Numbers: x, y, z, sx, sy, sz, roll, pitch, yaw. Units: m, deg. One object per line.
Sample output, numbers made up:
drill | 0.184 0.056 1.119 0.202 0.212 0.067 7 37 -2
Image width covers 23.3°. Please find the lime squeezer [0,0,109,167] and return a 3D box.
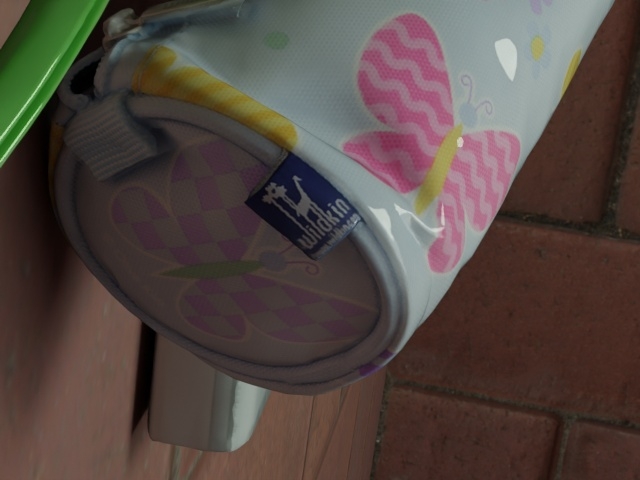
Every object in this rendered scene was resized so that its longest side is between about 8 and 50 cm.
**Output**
lime squeezer | 0.009 -0.089 0.397 0.310 0.110 0.059 -22 141 -32

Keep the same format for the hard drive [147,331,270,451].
hard drive | -0.015 -0.117 0.675 0.233 0.047 0.353 -65 164 -70

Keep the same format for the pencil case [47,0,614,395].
pencil case | 0.024 -0.079 0.508 0.113 0.124 0.273 -40 -169 51
